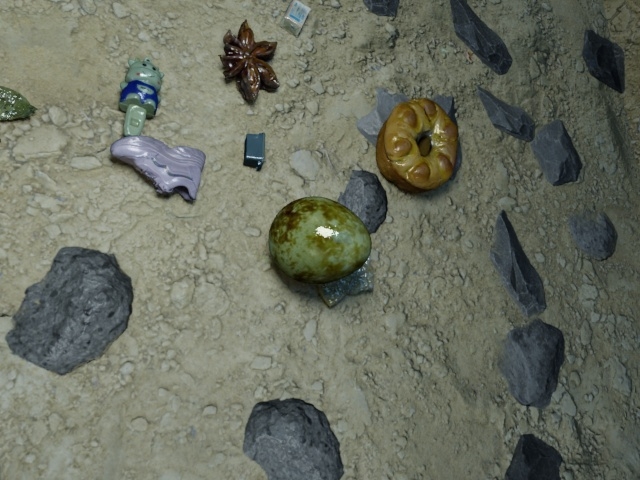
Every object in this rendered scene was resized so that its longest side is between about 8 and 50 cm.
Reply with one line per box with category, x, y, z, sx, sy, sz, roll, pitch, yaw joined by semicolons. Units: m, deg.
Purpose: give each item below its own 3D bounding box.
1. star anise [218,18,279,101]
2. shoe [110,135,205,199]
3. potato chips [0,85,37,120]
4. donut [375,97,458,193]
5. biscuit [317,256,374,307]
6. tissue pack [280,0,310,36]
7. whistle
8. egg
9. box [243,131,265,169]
star anise;-0.210;-0.529;1.624;0.214;0.099;0.220;47;54;-24
shoe;-0.418;-0.185;1.409;0.245;0.095;0.137;9;69;-32
potato chips;-0.792;-0.283;1.280;0.202;0.029;0.220;43;62;-7
donut;0.321;-0.309;1.801;0.317;0.150;0.299;-32;92;-32
biscuit;0.080;0.085;1.623;0.188;0.040;0.265;37;63;-13
tissue pack;-0.082;-0.720;1.763;0.074;0.059;0.094;29;64;-15
whistle;-0.475;-0.380;1.437;0.110;0.092;0.244;19;66;-33
egg;0.000;0.000;1.468;0.238;0.290;0.237;2;90;-65
box;-0.191;-0.258;1.567;0.054;0.074;0.099;4;73;-12
